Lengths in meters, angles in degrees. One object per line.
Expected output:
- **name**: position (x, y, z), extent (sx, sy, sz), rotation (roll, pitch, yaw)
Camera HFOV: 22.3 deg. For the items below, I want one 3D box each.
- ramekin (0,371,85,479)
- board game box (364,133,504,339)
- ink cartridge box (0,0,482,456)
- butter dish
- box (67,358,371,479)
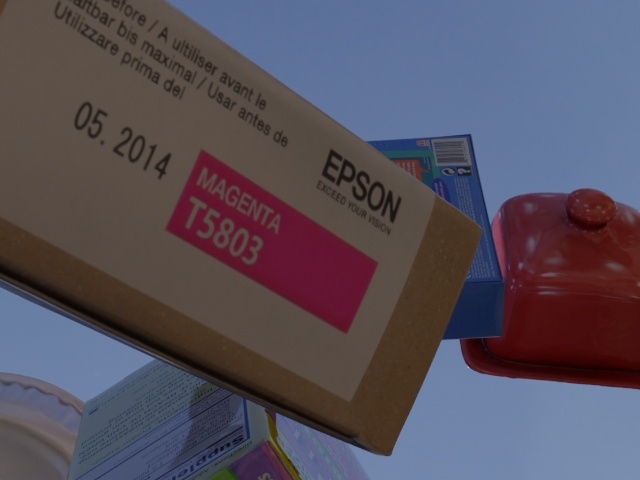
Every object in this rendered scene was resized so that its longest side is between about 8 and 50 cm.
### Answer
- **ramekin**: position (-0.275, 0.241, 1.309), extent (0.127, 0.273, 0.272), rotation (137, 141, -85)
- **board game box**: position (0.000, 0.000, 1.015), extent (0.160, 0.210, 0.047), rotation (-94, 1, -53)
- **ink cartridge box**: position (-0.093, -0.030, 0.505), extent (0.235, 0.193, 0.088), rotation (33, -101, -46)
- **butter dish**: position (0.180, 0.016, 1.137), extent (0.160, 0.160, 0.118), rotation (-87, 2, -52)
- **box**: position (-0.023, 0.173, 0.832), extent (0.213, 0.117, 0.243), rotation (57, -176, -13)
